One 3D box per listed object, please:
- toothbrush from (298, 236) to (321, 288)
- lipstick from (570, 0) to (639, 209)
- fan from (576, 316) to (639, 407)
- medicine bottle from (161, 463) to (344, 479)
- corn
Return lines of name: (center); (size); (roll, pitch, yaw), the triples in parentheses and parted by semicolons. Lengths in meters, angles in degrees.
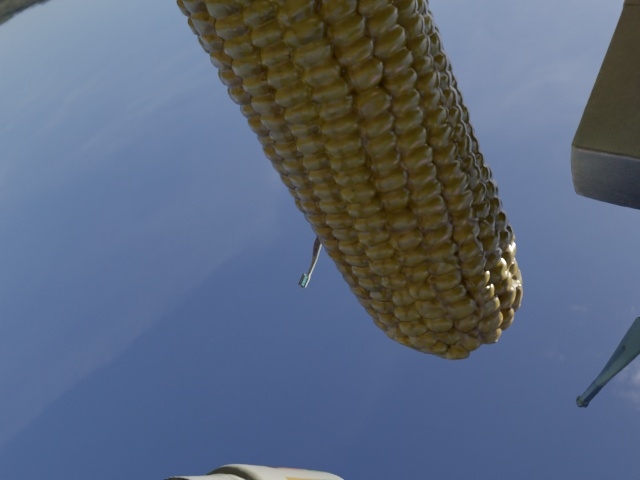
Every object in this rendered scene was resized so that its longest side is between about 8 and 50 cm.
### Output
toothbrush: (0.000, 0.000, 0.807); (0.011, 0.013, 0.131); (8, -114, 36)
lipstick: (0.288, -0.200, 0.492); (0.080, 0.076, 0.371); (17, -106, 30)
fan: (0.365, 0.161, 0.813); (0.016, 0.193, 0.038); (8, -133, -2)
medicine bottle: (-0.054, 0.158, 0.342); (0.092, 0.220, 0.061); (-36, -120, 8)
corn: (0.020, -0.088, 0.419); (0.144, 0.387, 0.144); (-21, -155, 10)
